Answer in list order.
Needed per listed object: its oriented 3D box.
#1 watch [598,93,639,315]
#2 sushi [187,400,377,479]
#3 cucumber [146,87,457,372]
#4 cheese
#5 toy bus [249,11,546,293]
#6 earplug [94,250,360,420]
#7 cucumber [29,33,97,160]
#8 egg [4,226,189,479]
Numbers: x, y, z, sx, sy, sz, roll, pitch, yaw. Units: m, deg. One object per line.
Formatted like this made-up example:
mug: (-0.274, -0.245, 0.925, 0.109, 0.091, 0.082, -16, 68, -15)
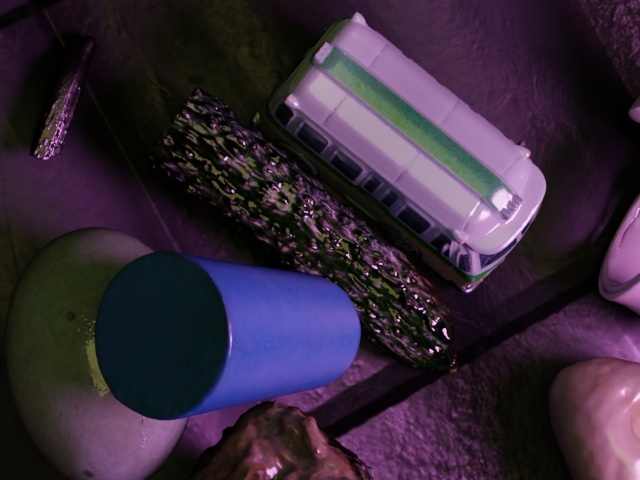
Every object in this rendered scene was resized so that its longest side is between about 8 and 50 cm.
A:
watch: (0.357, -0.033, 1.398, 0.196, 0.244, 0.231, 33, 72, -4)
sushi: (-0.059, 0.319, 1.254, 0.211, 0.171, 0.350, 19, 67, 18)
cucumber: (0.000, 0.000, 1.412, 0.359, 0.096, 0.096, 38, 79, -2)
cheese: (0.342, 0.305, 1.406, 0.351, 0.129, 0.328, 23, 79, -6)
toy bus: (0.082, -0.083, 1.401, 0.276, 0.165, 0.134, 38, 80, -2)
earplug: (-0.058, 0.079, 1.280, 0.132, 0.273, 0.132, -1, 87, 30)
cucumber: (-0.246, -0.137, 1.422, 0.033, 0.034, 0.135, 15, 80, -2)
egg: (-0.195, 0.105, 1.329, 0.169, 0.169, 0.236, -3, 83, -9)
